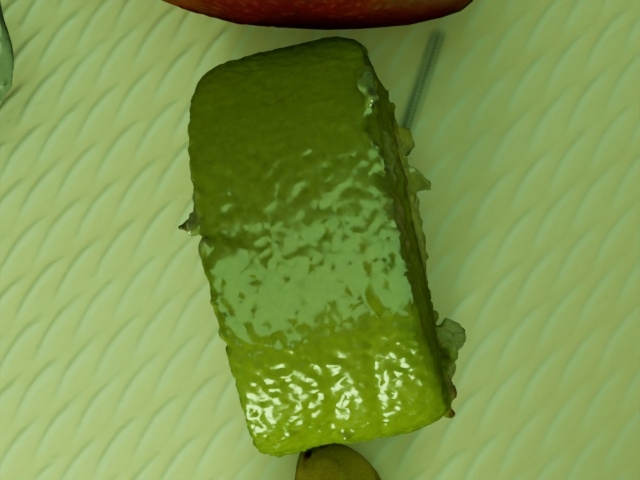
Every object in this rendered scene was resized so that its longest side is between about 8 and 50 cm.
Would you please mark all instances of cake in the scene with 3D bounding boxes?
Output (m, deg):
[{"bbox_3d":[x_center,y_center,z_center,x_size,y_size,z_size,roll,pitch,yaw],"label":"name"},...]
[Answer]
[{"bbox_3d":[0.000,0.000,0.840,0.156,0.179,0.260,-13,83,1],"label":"cake"}]

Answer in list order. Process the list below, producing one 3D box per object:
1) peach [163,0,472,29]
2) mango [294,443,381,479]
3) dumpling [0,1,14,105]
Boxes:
[{"bbox_3d":[-0.016,-0.274,0.830,0.332,0.308,0.308,44,87,1],"label":"peach"},{"bbox_3d":[-0.001,0.229,0.865,0.098,0.075,0.190,17,76,9],"label":"mango"},{"bbox_3d":[-0.284,-0.142,0.918,0.150,0.092,0.176,-4,83,6],"label":"dumpling"}]
